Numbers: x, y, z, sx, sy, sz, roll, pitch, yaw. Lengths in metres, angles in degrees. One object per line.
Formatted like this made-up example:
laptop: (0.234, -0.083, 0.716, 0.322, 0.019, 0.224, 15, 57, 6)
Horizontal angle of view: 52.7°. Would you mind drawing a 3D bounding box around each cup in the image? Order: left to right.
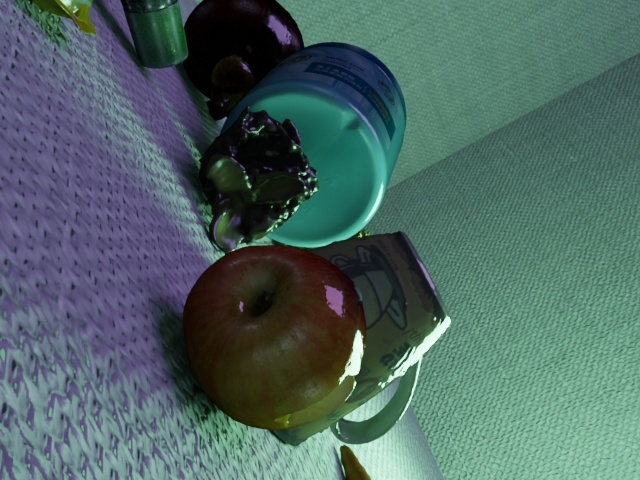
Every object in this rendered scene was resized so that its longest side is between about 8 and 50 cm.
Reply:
cup: (0.045, 0.139, 0.850, 0.301, 0.256, 0.227, 62, 7, -24)

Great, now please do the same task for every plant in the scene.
plant: (-0.106, -0.104, 1.041, 0.178, 0.204, 0.234, 50, 4, -10)

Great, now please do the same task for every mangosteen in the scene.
mangosteen: (-0.180, -0.436, 1.513, 0.297, 0.297, 0.293, 60, 7, -24)

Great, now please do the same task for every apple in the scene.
apple: (-0.043, 0.101, 0.641, 0.199, 0.199, 0.199, 61, 5, -9)

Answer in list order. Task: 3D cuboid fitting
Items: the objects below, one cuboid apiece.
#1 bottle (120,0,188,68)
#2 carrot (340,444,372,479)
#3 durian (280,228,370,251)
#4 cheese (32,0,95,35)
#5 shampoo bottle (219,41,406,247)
bottle: (-0.283, -0.440, 1.011, 0.093, 0.093, 0.330, -113, -167, -50)
carrot: (0.079, 0.407, 0.895, 0.069, 0.069, 0.336, 59, -1, -29)
durian: (0.002, 0.002, 1.496, 0.176, 0.200, 0.237, 5, 39, -54)
cheese: (-0.332, -0.355, 0.720, 0.271, 0.069, 0.177, 61, 5, -13)
shampoo bottle: (-0.006, -0.199, 1.306, 0.331, 0.331, 0.343, 60, 25, -19)
